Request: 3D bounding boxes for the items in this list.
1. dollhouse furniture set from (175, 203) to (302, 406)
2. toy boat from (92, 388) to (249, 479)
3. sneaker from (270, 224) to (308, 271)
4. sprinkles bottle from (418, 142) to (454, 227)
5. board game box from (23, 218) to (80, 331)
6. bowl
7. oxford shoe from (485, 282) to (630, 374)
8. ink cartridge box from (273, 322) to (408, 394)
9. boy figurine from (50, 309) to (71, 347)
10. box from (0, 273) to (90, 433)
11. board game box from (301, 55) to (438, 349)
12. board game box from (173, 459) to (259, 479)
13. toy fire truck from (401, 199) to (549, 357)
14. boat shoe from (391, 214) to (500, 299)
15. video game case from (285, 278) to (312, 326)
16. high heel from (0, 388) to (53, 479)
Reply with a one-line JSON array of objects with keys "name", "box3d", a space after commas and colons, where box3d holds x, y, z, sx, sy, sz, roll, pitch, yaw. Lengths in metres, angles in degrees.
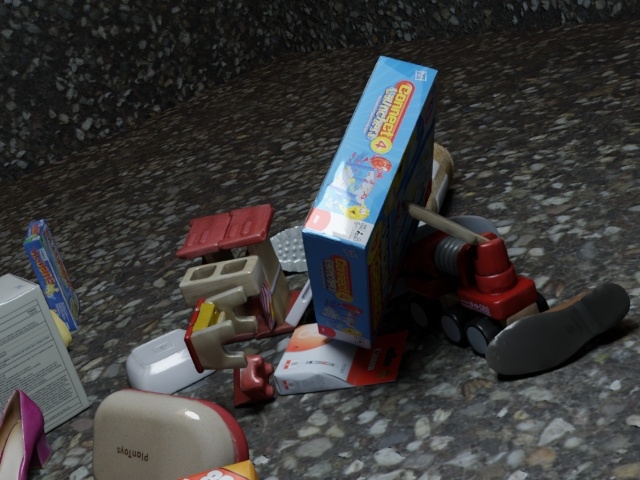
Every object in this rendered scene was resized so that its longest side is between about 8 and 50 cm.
[{"name": "dollhouse furniture set", "box3d": [-0.143, 0.119, 1.466, 0.152, 0.201, 0.374, -11, 28, 14]}, {"name": "toy boat", "box3d": [-0.180, 0.272, 1.218, 0.231, 0.150, 0.151, 0, -2, 38]}, {"name": "sneaker", "box3d": [0.000, 0.000, 1.821, 0.235, 0.090, 0.095, -15, 8, -6]}, {"name": "sprinkles bottle", "box3d": [0.178, -0.081, 1.811, 0.121, 0.121, 0.355, -9, 22, 20]}, {"name": "board game box", "box3d": [-0.535, 0.070, 1.868, 0.035, 0.201, 0.136, -19, 22, -5]}, {"name": "bowl", "box3d": [-0.251, 0.197, 1.540, 0.142, 0.053, 0.142, -24, 20, -19]}, {"name": "oxford shoe", "box3d": [0.318, 0.128, 1.277, 0.212, 0.076, 0.076, -23, -9, -9]}, {"name": "ink cartridge box", "box3d": [0.032, 0.169, 1.404, 0.179, 0.045, 0.145, -12, 22, 19]}, {"name": "boy figurine", "box3d": [-0.606, 0.198, 1.761, 0.285, 0.092, 0.177, -12, 19, 22]}, {"name": "box", "box3d": [-0.493, 0.192, 1.484, 0.149, 0.232, 0.127, -30, 25, -32]}, {"name": "board game box", "box3d": [0.078, -0.045, 1.337, 0.086, 0.308, 0.301, 16, 63, 14]}, {"name": "board game box", "box3d": [-0.148, 0.407, 0.501, 0.357, 0.356, 0.356, -17, 21, 1]}, {"name": "toy fire truck", "box3d": [0.190, 0.027, 1.349, 0.159, 0.246, 0.217, -26, 23, -23]}, {"name": "boat shoe", "box3d": [0.148, 0.038, 1.555, 0.306, 0.113, 0.105, -30, 13, 11]}, {"name": "video game case", "box3d": [0.012, 0.036, 1.543, 0.023, 0.183, 0.201, 31, 16, 4]}, {"name": "high heel", "box3d": [-0.444, 0.314, 1.301, 0.082, 0.117, 0.244, -11, 22, 16]}]
